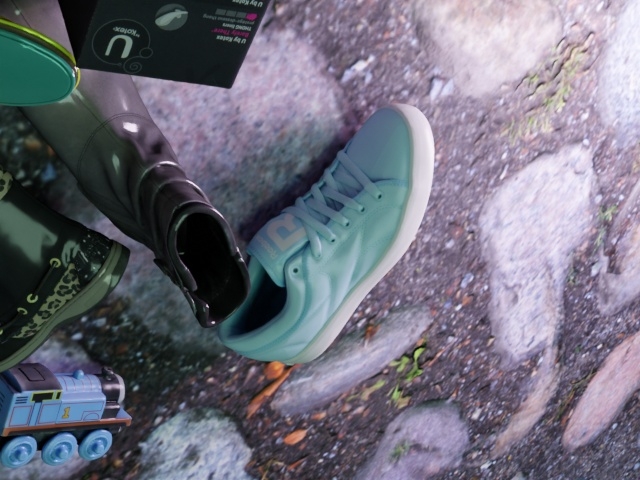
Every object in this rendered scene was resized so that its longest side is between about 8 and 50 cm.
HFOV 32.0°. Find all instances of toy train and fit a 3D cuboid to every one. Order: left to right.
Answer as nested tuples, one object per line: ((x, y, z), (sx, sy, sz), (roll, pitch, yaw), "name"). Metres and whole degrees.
((-0.295, 0.191, 1.245), (0.184, 0.080, 0.105), (4, 114, -44), "toy train")

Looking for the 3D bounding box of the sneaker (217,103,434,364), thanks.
((0.000, 0.000, 1.303), (0.150, 0.135, 0.366), (6, 118, -49), "sneaker")

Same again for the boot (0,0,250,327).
((-0.168, -0.078, 1.006), (0.118, 0.223, 0.338), (-40, 142, -7), "boot")

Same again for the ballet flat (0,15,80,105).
((-0.308, -0.159, 0.882), (0.231, 0.077, 0.077), (3, 130, -18), "ballet flat")

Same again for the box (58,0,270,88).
((-0.106, -0.277, 0.873), (0.143, 0.165, 0.270), (3, 135, -30), "box")

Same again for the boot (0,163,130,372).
((-0.321, 0.026, 1.074), (0.236, 0.085, 0.178), (-32, 122, 27), "boot")
